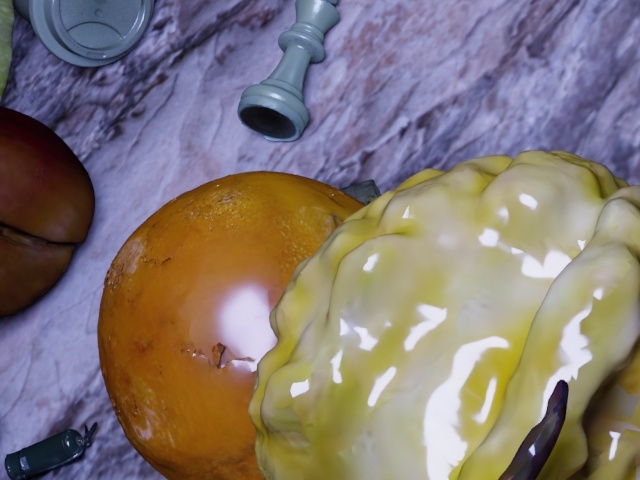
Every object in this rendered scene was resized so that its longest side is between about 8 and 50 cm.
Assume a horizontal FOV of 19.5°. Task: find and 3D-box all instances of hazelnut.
[{"bbox_3d":[-0.301,-0.038,1.574,0.208,0.208,0.208,-19,53,27],"label":"hazelnut"}]

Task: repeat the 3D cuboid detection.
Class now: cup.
[{"bbox_3d":[-0.227,-0.224,1.708,0.120,0.120,0.141,-56,32,-6],"label":"cup"}]

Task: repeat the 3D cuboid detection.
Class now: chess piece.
[{"bbox_3d":[-0.016,-0.157,1.539,0.059,0.059,0.149,4,61,39],"label":"chess piece"}]

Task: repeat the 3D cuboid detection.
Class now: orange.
[{"bbox_3d":[-0.036,0.069,1.287,0.240,0.240,0.240,-19,53,27],"label":"orange"}]

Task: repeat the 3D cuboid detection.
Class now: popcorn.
[{"bbox_3d":[0.116,0.132,1.039,0.349,0.349,0.381,-25,13,23],"label":"popcorn"}]

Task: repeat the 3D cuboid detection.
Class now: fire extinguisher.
[{"bbox_3d":[-0.215,0.172,1.500,0.083,0.025,0.038,-25,35,22],"label":"fire extinguisher"}]

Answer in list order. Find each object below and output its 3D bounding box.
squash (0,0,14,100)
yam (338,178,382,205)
[{"bbox_3d":[-0.354,-0.163,1.749,0.219,0.041,0.219,-23,60,49],"label":"squash"},{"bbox_3d":[0.000,0.000,1.416,0.146,0.070,0.069,-17,54,27],"label":"yam"}]
